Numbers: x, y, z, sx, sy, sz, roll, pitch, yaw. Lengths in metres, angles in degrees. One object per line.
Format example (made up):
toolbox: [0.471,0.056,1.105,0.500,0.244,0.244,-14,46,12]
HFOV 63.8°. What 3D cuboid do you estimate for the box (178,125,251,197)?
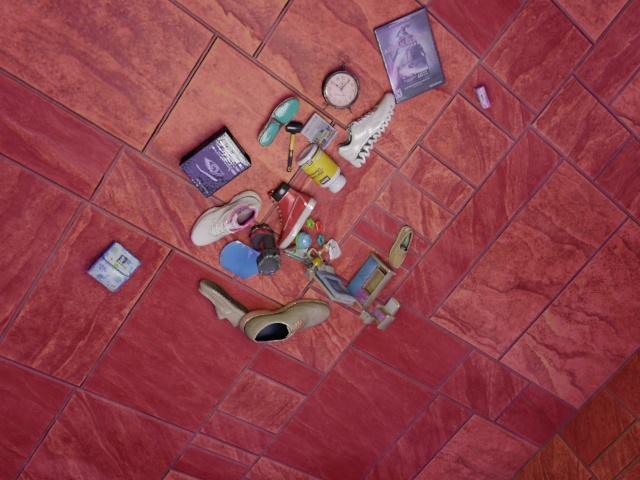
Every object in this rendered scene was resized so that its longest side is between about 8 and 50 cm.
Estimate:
box: [-0.369,-0.276,1.810,0.207,0.108,0.153,-34,116,5]

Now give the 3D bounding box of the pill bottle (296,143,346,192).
pill bottle: [0.007,-0.261,1.895,0.103,0.103,0.184,-45,114,10]

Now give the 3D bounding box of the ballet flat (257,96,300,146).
ballet flat: [-0.154,-0.424,1.812,0.073,0.067,0.206,39,99,-28]

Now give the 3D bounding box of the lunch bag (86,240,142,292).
lunch bag: [-0.761,0.095,1.907,0.151,0.096,0.129,-47,112,-5]

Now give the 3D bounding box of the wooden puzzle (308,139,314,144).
wooden puzzle: [-0.014,-0.373,1.895,0.083,0.006,0.049,25,106,-20]

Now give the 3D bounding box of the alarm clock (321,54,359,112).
alarm clock: [0.072,-0.550,1.804,0.129,0.064,0.192,4,115,-13]

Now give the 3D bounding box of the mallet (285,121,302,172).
mallet: [-0.114,-0.341,1.876,0.062,0.039,0.190,9,115,-16]

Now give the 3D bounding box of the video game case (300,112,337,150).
video game case: [-0.004,-0.394,1.865,0.122,0.011,0.087,32,99,-38]

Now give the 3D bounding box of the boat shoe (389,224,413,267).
boat shoe: [0.332,0.035,2.108,0.068,0.072,0.190,7,112,-14]

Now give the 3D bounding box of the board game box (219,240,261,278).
board game box: [-0.310,0.071,2.019,0.168,0.033,0.133,30,110,-16]

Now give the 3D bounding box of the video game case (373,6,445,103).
video game case: [0.319,-0.653,1.831,0.196,0.026,0.274,-24,117,-1]

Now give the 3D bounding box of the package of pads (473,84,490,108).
package of pads: [0.603,-0.538,1.923,0.032,0.050,0.083,-27,116,7]

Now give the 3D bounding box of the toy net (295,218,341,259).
toy net: [0.000,0.000,2.017,0.232,0.045,0.122,26,71,-46]

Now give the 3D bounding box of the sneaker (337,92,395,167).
sneaker: [0.169,-0.412,1.867,0.118,0.110,0.292,29,105,-12]

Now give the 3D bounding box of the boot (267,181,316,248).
boot: [-0.146,-0.097,1.959,0.176,0.088,0.244,29,115,-5]

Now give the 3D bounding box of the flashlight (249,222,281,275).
flashlight: [-0.204,0.035,1.872,0.103,0.304,0.103,-7,115,-7]

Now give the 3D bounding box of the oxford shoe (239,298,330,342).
oxford shoe: [-0.119,0.342,2.083,0.396,0.146,0.141,-12,115,-25]

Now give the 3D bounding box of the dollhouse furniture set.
dollhouse furniture set: [0.138,0.160,1.979,0.303,0.286,0.198,21,110,-44]

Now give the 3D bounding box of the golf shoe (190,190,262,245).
golf shoe: [-0.351,-0.069,1.889,0.306,0.140,0.115,-34,117,6]

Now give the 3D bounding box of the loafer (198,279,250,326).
loafer: [-0.390,0.259,2.045,0.092,0.102,0.268,-45,115,3]

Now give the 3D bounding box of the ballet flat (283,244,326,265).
ballet flat: [-0.057,0.059,2.032,0.221,0.077,0.079,32,83,-40]
